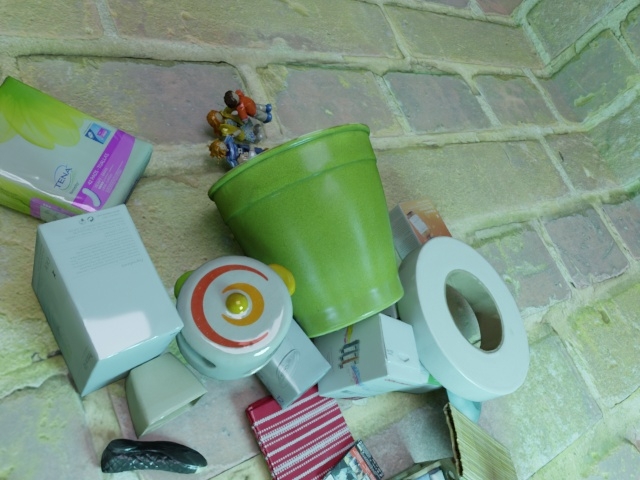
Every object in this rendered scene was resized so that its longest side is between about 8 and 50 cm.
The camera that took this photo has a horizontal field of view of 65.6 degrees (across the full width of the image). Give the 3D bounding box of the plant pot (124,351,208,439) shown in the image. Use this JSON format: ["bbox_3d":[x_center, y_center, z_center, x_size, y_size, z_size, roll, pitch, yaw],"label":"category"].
[{"bbox_3d":[-0.275,0.257,0.848,0.109,0.109,0.096,-24,73,-39],"label":"plant pot"}]

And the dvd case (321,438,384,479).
[{"bbox_3d":[0.065,0.460,0.965,0.119,0.013,0.087,-31,84,-43],"label":"dvd case"}]

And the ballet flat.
[{"bbox_3d":[-0.275,0.367,0.830,0.173,0.057,0.049,18,96,-21],"label":"ballet flat"}]

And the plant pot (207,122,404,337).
[{"bbox_3d":[0.000,0.000,1.045,0.366,0.366,0.353,-20,87,-38],"label":"plant pot"}]

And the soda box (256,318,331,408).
[{"bbox_3d":[-0.114,0.179,0.979,0.098,0.091,0.286,-29,72,-40],"label":"soda box"}]

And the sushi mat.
[{"bbox_3d":[0.360,0.480,1.076,0.316,0.019,0.152,42,31,-34],"label":"sushi mat"}]

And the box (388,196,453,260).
[{"bbox_3d":[0.270,-0.018,1.358,0.130,0.091,0.171,-16,72,-37],"label":"box"}]

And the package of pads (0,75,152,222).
[{"bbox_3d":[-0.507,-0.149,0.948,0.296,0.101,0.229,25,51,-16],"label":"package of pads"}]

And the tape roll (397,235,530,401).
[{"bbox_3d":[0.340,0.176,1.170,0.391,0.072,0.393,23,49,-30],"label":"tape roll"}]

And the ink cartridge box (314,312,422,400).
[{"bbox_3d":[0.096,0.243,1.017,0.128,0.176,0.128,26,49,-44],"label":"ink cartridge box"}]

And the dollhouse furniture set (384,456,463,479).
[{"bbox_3d":[0.217,0.542,0.966,0.129,0.129,0.184,-8,68,-35],"label":"dollhouse furniture set"}]

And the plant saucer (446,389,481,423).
[{"bbox_3d":[0.340,0.345,1.161,0.195,0.037,0.195,43,36,-44],"label":"plant saucer"}]

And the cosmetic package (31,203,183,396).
[{"bbox_3d":[-0.356,0.103,0.809,0.138,0.224,0.225,-22,76,-39],"label":"cosmetic package"}]

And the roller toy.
[{"bbox_3d":[-0.146,0.130,0.848,0.209,0.146,0.191,5,60,-15],"label":"roller toy"}]

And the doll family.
[{"bbox_3d":[-0.196,-0.236,1.196,0.163,0.118,0.263,7,62,-49],"label":"doll family"}]

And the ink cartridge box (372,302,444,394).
[{"bbox_3d":[0.194,0.228,1.144,0.160,0.092,0.220,22,51,-38],"label":"ink cartridge box"}]

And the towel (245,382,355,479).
[{"bbox_3d":[-0.015,0.416,0.964,0.198,0.031,0.275,-14,73,-39],"label":"towel"}]
